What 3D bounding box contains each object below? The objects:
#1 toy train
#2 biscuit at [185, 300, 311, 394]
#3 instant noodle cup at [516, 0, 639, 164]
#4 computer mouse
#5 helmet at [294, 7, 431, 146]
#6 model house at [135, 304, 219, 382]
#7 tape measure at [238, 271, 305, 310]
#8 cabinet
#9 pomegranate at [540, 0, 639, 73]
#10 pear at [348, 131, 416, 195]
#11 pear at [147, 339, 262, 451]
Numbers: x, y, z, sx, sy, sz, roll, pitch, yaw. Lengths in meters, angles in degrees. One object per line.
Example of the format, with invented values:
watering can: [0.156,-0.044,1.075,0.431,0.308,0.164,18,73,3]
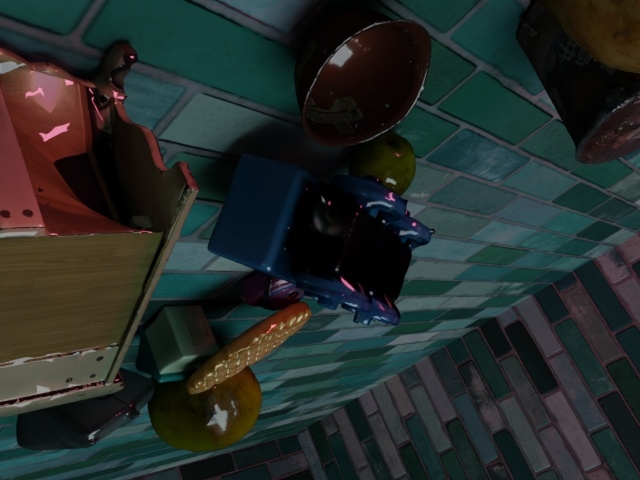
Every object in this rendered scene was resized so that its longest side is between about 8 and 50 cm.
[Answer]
toy train: [0.000,0.000,0.876,0.300,0.265,0.188,31,79,-62]
biscuit: [-0.128,0.210,1.246,0.309,0.040,0.204,-29,164,-33]
instant noodle cup: [0.391,-0.245,0.819,0.217,0.207,0.217,-20,157,-9]
computer mouse: [-0.485,0.325,1.215,0.371,0.122,0.188,-13,-164,36]
helmet: [0.034,-0.202,0.684,0.155,0.106,0.175,-12,150,-26]
model house: [-0.299,0.218,1.238,0.149,0.127,0.100,-41,152,27]
tape measure: [-0.088,0.090,1.241,0.118,0.074,0.125,-32,152,16]
cabinet: [-0.316,-0.010,0.560,0.290,0.227,0.318,-4,139,-40]
pomegranate: [0.346,-0.295,0.588,0.281,0.281,0.281,-21,157,-9]
pear: [0.095,-0.108,0.953,0.107,0.107,0.131,-12,145,-28]
pear: [-0.270,0.365,1.426,0.269,0.269,0.321,-16,148,-19]
